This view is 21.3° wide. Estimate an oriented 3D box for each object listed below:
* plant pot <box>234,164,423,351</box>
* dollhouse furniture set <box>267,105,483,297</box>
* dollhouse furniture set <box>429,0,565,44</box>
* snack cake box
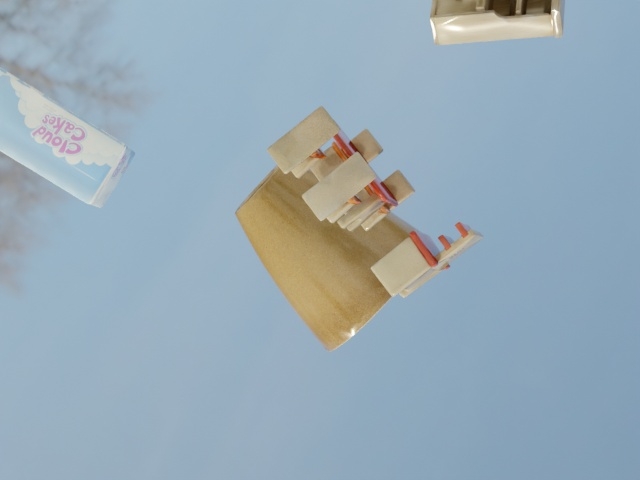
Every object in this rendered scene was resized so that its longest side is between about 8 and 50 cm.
[{"bbox_3d":[0.000,0.000,2.623,0.237,0.254,0.237,-46,-174,7],"label":"plant pot"},{"bbox_3d":[0.079,-0.064,2.226,0.135,0.259,0.262,-39,168,9],"label":"dollhouse furniture set"},{"bbox_3d":[0.204,-0.368,2.064,0.161,0.242,0.212,-3,-137,14],"label":"dollhouse furniture set"},{"bbox_3d":[-0.366,-0.145,2.097,0.089,0.264,0.152,-59,-178,-3],"label":"snack cake box"}]
